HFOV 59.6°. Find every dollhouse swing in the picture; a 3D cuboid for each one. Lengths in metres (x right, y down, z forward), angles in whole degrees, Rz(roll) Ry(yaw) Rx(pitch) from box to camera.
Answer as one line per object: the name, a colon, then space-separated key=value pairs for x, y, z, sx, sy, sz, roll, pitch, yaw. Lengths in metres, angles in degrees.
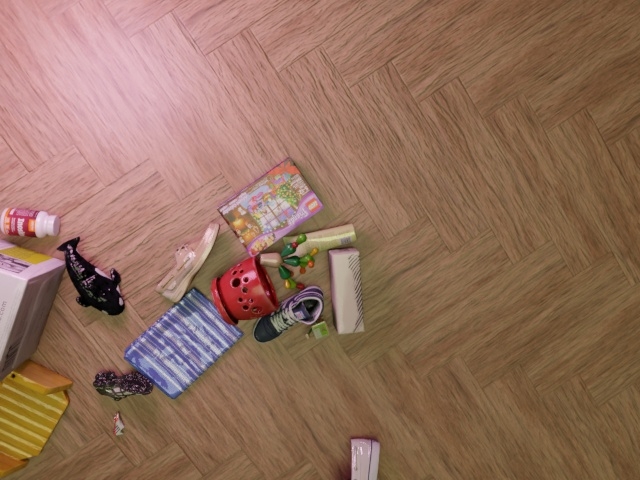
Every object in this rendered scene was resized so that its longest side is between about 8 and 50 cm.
dollhouse swing: x=-1.013 y=0.573 z=1.716 sx=0.315 sy=0.305 sz=0.347 roll=31 pitch=93 yaw=-10

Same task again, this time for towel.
towel: x=-0.461 y=0.350 z=1.880 sx=0.336 sy=0.040 sz=0.243 roll=-43 pitch=101 yaw=1

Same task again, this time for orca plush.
orca plush: x=-0.713 y=0.123 z=1.765 sx=0.151 sy=0.102 sz=0.287 roll=-23 pitch=104 yaw=-22

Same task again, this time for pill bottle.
pill bottle: x=-0.903 y=-0.053 z=1.743 sx=0.152 sy=0.086 sz=0.086 roll=5 pitch=98 yaw=-7

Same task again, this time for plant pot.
plant pot: x=-0.249 y=0.168 z=1.802 sx=0.174 sy=0.191 sz=0.191 roll=-22 pitch=100 yaw=2

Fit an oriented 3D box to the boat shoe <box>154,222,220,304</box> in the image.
boat shoe: x=-0.429 y=0.061 z=1.808 sx=0.098 sy=0.109 sz=0.302 roll=32 pitch=99 yaw=-11

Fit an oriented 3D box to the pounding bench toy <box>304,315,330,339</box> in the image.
pounding bench toy: x=-0.016 y=0.302 z=1.909 sx=0.083 sy=0.065 sz=0.052 roll=-21 pitch=101 yaw=-3

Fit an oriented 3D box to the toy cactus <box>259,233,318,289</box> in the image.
toy cactus: x=-0.106 y=0.076 z=1.817 sx=0.180 sy=0.112 sz=0.219 roll=4 pitch=133 yaw=-13

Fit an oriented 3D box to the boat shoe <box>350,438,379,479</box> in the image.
boat shoe: x=0.108 y=0.870 z=1.927 sx=0.156 sy=0.136 sz=0.367 roll=8 pitch=68 yaw=4

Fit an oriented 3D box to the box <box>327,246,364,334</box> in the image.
box: x=0.086 y=0.166 z=1.879 sx=0.094 sy=0.113 sz=0.275 roll=-6 pitch=101 yaw=-7

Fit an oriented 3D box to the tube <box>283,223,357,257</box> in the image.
tube: x=0.000 y=0.000 z=1.873 sx=0.240 sy=0.062 sz=0.070 roll=-16 pitch=67 yaw=1

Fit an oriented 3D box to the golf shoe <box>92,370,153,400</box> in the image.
golf shoe: x=-0.652 y=0.490 z=1.863 sx=0.198 sy=0.077 sz=0.094 roll=10 pitch=128 yaw=3

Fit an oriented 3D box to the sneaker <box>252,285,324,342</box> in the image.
sneaker: x=-0.106 y=0.256 z=1.847 sx=0.282 sy=0.153 sz=0.099 roll=-35 pitch=100 yaw=0

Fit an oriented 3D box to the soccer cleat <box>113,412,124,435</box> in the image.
soccer cleat: x=-0.685 y=0.624 z=1.902 sx=0.036 sy=0.029 sz=0.083 roll=4 pitch=101 yaw=-16

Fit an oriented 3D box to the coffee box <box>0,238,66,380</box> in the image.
coffee box: x=-1.012 y=0.183 z=1.638 sx=0.334 sy=0.338 sz=0.337 roll=21 pitch=94 yaw=-9

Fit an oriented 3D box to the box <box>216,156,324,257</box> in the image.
box: x=-0.163 y=-0.109 z=1.834 sx=0.293 sy=0.057 sz=0.201 roll=-36 pitch=101 yaw=0
